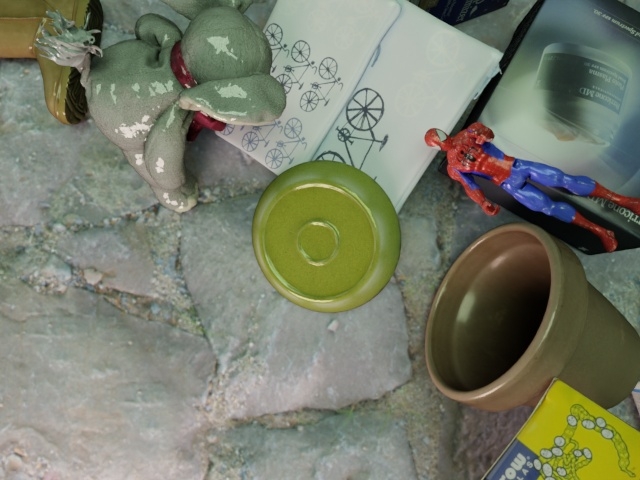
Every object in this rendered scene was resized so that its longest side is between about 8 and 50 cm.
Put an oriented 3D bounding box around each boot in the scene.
[{"bbox_3d":[-0.506,-0.305,0.847,0.270,0.089,0.236,4,73,-1],"label":"boot"}]

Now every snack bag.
[{"bbox_3d":[0.038,-0.212,0.783,0.342,0.037,0.323,36,108,12],"label":"snack bag"}]

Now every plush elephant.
[{"bbox_3d":[-0.165,-0.218,0.713,0.255,0.330,0.271,-8,77,9],"label":"plush elephant"}]

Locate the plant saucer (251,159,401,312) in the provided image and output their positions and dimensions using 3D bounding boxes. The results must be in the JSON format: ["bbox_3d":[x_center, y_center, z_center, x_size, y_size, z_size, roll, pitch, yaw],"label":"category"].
[{"bbox_3d":[0.000,0.000,0.796,0.241,0.037,0.241,3,102,16],"label":"plant saucer"}]

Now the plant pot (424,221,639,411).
[{"bbox_3d":[0.318,0.134,0.749,0.229,0.263,0.263,24,84,-16],"label":"plant pot"}]

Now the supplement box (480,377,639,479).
[{"bbox_3d":[0.364,0.351,0.639,0.194,0.195,0.356,-53,130,-3],"label":"supplement box"}]

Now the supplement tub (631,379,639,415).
[{"bbox_3d":[0.528,0.258,0.808,0.071,0.071,0.107,-18,85,-3],"label":"supplement tub"}]

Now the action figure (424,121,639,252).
[{"bbox_3d":[0.254,-0.068,0.649,0.280,0.139,0.091,27,116,7],"label":"action figure"}]

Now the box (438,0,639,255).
[{"bbox_3d":[0.392,-0.177,0.797,0.296,0.183,0.294,29,86,3],"label":"box"}]

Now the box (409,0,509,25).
[{"bbox_3d":[0.248,-0.402,0.839,0.225,0.136,0.036,-22,84,-3],"label":"box"}]
